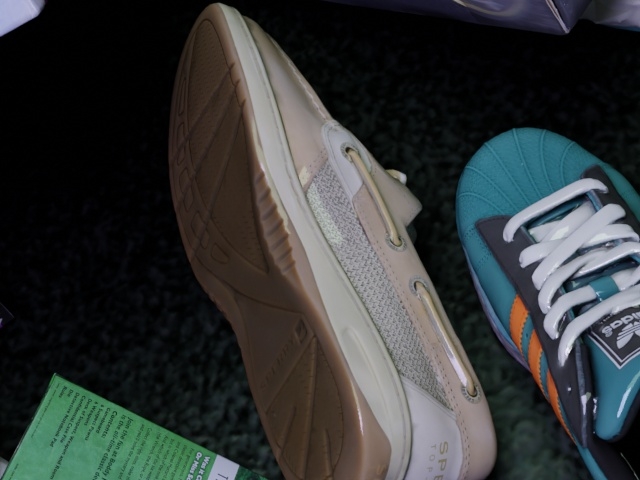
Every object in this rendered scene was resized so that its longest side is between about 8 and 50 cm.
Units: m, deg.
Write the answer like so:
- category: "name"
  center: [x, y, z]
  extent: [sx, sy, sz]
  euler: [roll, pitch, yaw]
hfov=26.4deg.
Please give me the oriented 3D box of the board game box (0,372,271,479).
- category: "board game box"
  center: [-0.108, 0.190, 0.588]
  extent: [0.136, 0.030, 0.260]
  euler: [27, 48, -5]

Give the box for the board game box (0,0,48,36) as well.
- category: "board game box"
  center: [-0.257, -0.136, 0.741]
  extent: [0.318, 0.066, 0.319]
  euler: [-25, 26, 17]

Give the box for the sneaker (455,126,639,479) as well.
- category: "sneaker"
  center: [0.147, 0.046, 0.621]
  extent: [0.108, 0.121, 0.302]
  euler: [-28, 58, 0]

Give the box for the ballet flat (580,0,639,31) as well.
- category: "ballet flat"
  center: [0.315, -0.199, 0.704]
  extent: [0.408, 0.147, 0.147]
  euler: [-2, 61, 16]

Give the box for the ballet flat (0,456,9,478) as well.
- category: "ballet flat"
  center: [-0.140, 0.202, 0.637]
  extent: [0.124, 0.116, 0.342]
  euler: [-13, 57, -14]

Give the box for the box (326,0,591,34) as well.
- category: "box"
  center: [0.104, -0.307, 0.802]
  extent: [0.318, 0.097, 0.395]
  euler: [20, 68, 43]

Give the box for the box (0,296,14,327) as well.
- category: "box"
  center: [-0.273, 0.051, 0.798]
  extent: [0.162, 0.029, 0.116]
  euler: [-36, 57, -7]

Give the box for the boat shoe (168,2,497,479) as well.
- category: "boat shoe"
  center: [0.000, 0.000, 0.714]
  extent: [0.098, 0.109, 0.302]
  euler: [-1, 51, -31]
